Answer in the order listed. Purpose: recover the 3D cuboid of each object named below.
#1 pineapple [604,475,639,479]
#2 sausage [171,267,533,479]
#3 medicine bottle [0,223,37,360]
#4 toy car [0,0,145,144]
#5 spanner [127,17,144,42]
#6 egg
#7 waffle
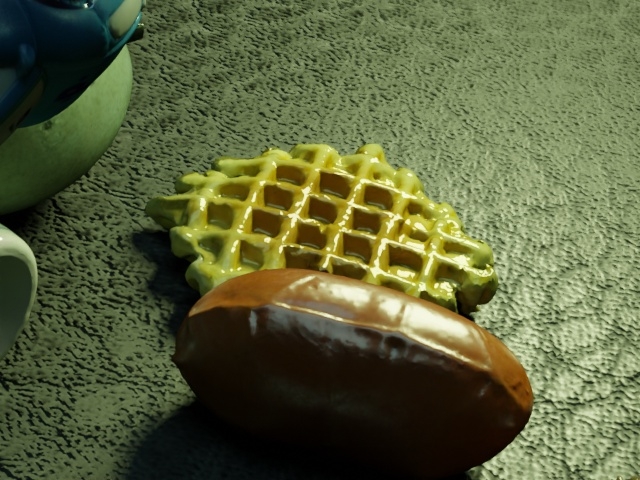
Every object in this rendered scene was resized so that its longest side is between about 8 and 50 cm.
[{"bbox_3d":[0.265,0.186,1.326,0.277,0.119,0.130,-21,5,-39],"label":"pineapple"},{"bbox_3d":[0.025,0.092,1.356,0.258,0.133,0.133,16,37,4],"label":"sausage"},{"bbox_3d":[-0.328,0.001,1.359,0.237,0.139,0.139,33,41,25],"label":"medicine bottle"},{"bbox_3d":[-0.256,-0.117,1.280,0.314,0.198,0.166,-11,78,-31],"label":"toy car"},{"bbox_3d":[-0.313,-0.177,1.670,0.324,0.040,0.096,-7,44,-21],"label":"spanner"},{"bbox_3d":[-0.249,-0.111,1.497,0.169,0.169,0.236,32,39,23],"label":"egg"},{"bbox_3d":[0.000,-0.002,1.529,0.261,0.056,0.250,-17,46,-31],"label":"waffle"}]
